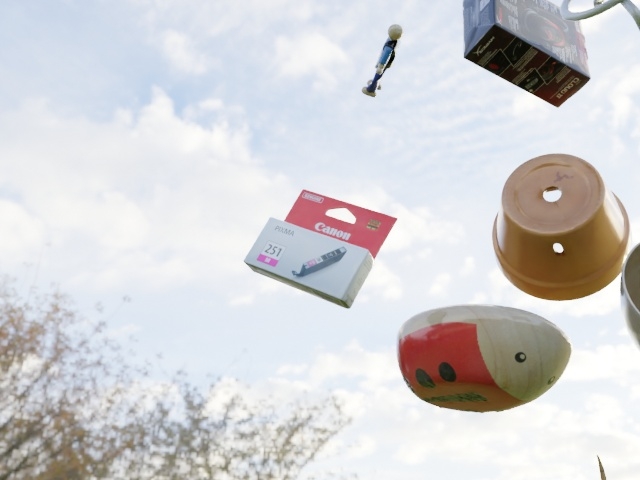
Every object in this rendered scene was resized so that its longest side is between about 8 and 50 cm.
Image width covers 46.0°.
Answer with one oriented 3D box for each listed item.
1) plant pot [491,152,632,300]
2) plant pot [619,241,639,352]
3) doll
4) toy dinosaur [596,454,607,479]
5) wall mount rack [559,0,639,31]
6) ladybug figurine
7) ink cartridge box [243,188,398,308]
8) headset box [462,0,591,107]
[{"bbox_3d":[0.491,-0.045,1.572,0.291,0.290,0.203,-10,-33,19],"label":"plant pot"},{"bbox_3d":[0.680,0.145,1.373,0.284,0.284,0.190,-2,-44,5],"label":"plant pot"},{"bbox_3d":[0.152,-0.423,1.766,0.046,0.129,0.189,29,-44,4],"label":"doll"},{"bbox_3d":[0.483,0.465,1.203,0.064,0.211,0.112,21,-67,-25],"label":"toy dinosaur"},{"bbox_3d":[0.528,-0.409,1.120,0.350,0.304,0.130,-29,-60,20],"label":"wall mount rack"},{"bbox_3d":[0.326,0.266,1.616,0.305,0.161,0.449,32,-29,-20],"label":"ladybug figurine"},{"bbox_3d":[0.000,0.000,1.675,0.275,0.238,0.060,19,-19,31],"label":"ink cartridge box"},{"bbox_3d":[0.464,-0.442,1.668,0.293,0.218,0.110,22,-40,-19],"label":"headset box"}]
